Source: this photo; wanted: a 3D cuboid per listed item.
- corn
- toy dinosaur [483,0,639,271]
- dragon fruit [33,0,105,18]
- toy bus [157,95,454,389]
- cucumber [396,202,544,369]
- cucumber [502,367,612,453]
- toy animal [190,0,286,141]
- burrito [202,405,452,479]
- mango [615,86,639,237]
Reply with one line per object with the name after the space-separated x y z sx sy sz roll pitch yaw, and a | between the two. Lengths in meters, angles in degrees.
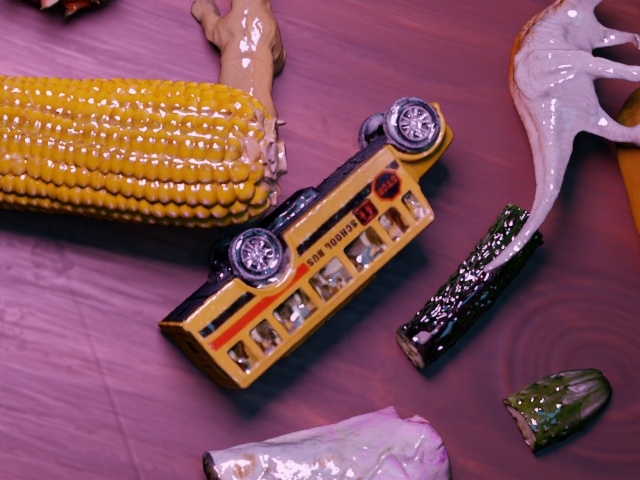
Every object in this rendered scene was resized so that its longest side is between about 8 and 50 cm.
-0.219 -0.086 1.780 0.387 0.144 0.144 3 78 10 | corn
0.256 -0.136 1.895 0.205 0.092 0.393 19 83 37 | toy dinosaur
-0.265 -0.312 1.813 0.137 0.236 0.135 -31 50 14 | dragon fruit
0.000 0.000 1.841 0.335 0.121 0.123 -41 97 -15 | toy bus
0.149 0.048 1.890 0.058 0.058 0.187 42 76 0 | cucumber
0.244 0.161 1.896 0.107 0.035 0.067 -27 83 -16 | cucumber
-0.075 -0.177 1.869 0.103 0.101 0.218 4 79 -9 | toy animal
0.013 0.237 1.815 0.229 0.089 0.144 -17 85 -11 | burrito
0.383 -0.061 1.920 0.152 0.120 0.221 -9 71 -8 | mango
